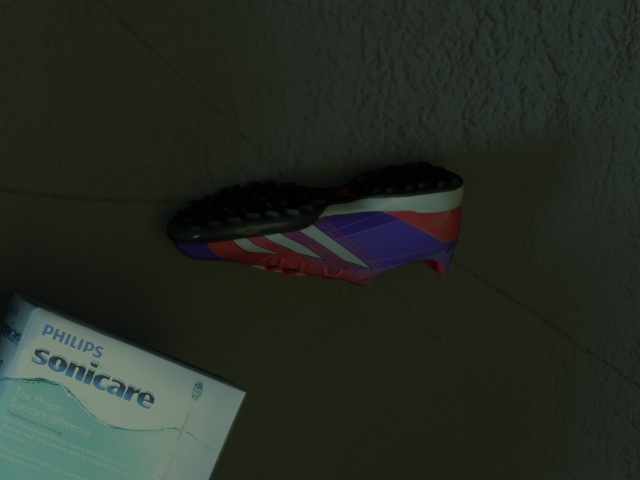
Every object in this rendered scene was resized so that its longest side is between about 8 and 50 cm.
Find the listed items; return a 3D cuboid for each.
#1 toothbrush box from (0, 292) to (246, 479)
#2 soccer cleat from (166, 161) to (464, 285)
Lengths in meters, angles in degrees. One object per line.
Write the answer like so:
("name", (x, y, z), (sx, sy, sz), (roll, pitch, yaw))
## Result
("toothbrush box", (-0.231, 0.225, 1.738), (0.216, 0.126, 0.295), (23, 87, -20))
("soccer cleat", (0.000, 0.000, 1.918), (0.318, 0.108, 0.116), (-9, 112, -24))
